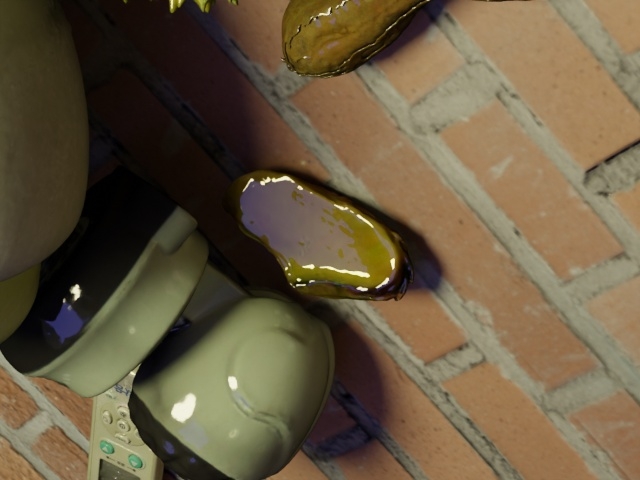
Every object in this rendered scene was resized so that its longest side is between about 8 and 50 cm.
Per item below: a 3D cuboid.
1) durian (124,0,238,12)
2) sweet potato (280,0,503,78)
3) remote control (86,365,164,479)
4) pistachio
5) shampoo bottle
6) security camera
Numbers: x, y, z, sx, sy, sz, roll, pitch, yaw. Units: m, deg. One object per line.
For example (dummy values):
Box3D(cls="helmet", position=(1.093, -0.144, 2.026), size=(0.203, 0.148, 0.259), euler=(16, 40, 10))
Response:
Box3D(cls="durian", position=(-0.137, -0.263, 1.060), size=(0.237, 0.176, 0.200), euler=(16, 100, -23))
Box3D(cls="sweet potato", position=(0.061, -0.177, 1.109), size=(0.233, 0.062, 0.081), euler=(-16, 130, 34))
Box3D(cls="remote control", position=(-0.190, 0.196, 1.556), size=(0.078, 0.042, 0.221), euler=(23, 133, 13))
Box3D(cls="pistachio", position=(0.000, 0.000, 1.286), size=(0.173, 0.049, 0.089), euler=(28, 109, 12))
Box3D(cls="shampoo bottle", position=(-0.330, -0.083, 1.139), size=(0.323, 0.322, 0.317), euler=(17, 114, 19))
Box3D(cls="security camera", position=(-0.118, 0.090, 1.323), size=(0.277, 0.191, 0.197), euler=(38, 176, -19))
